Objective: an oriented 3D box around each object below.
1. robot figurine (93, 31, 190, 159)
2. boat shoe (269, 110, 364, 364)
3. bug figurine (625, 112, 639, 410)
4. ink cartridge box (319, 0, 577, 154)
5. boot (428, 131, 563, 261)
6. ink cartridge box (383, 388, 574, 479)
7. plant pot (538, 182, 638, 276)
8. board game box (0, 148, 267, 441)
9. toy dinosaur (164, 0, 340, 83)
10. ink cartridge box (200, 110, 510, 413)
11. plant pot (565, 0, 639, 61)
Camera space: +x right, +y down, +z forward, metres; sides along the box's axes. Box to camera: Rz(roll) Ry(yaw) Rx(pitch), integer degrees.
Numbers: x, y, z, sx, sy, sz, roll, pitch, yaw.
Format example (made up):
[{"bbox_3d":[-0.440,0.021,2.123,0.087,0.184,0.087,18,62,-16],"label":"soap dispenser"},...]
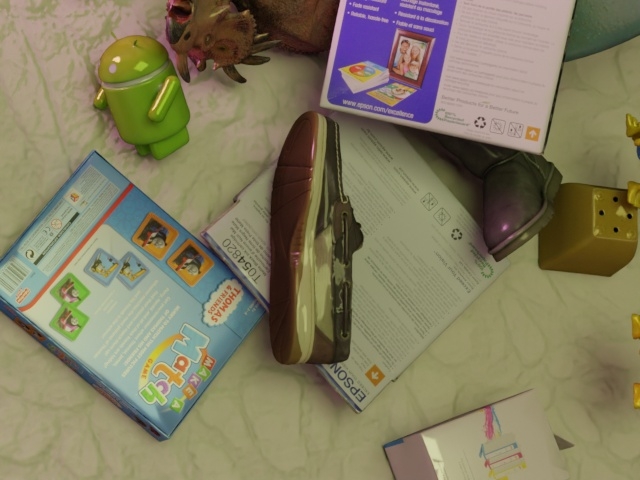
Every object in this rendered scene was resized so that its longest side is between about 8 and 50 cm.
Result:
[{"bbox_3d":[-0.157,-0.131,1.629,0.067,0.101,0.115,-33,120,-28],"label":"robot figurine"},{"bbox_3d":[0.000,0.001,1.612,0.073,0.080,0.224,9,80,-26],"label":"boat shoe"},{"bbox_3d":[0.345,0.023,1.727,0.216,0.072,0.279,14,72,-58],"label":"bug figurine"},{"bbox_3d":[0.120,-0.198,1.630,0.206,0.045,0.208,13,98,6],"label":"ink cartridge box"},{"bbox_3d":[0.129,-0.095,1.704,0.208,0.076,0.190,49,23,-11],"label":"boot"},{"bbox_3d":[0.149,0.198,1.665,0.143,0.092,0.090,-19,84,-24],"label":"ink cartridge box"},{"bbox_3d":[0.263,-0.015,1.759,0.081,0.083,0.082,6,77,-19],"label":"plant pot"},{"bbox_3d":[-0.170,0.049,1.612,0.211,0.039,0.160,41,68,-7],"label":"board game box"},{"bbox_3d":[-0.034,-0.221,1.685,0.295,0.127,0.200,11,85,-34],"label":"toy dinosaur"},{"bbox_3d":[0.030,0.011,1.686,0.224,0.045,0.223,-42,95,-25],"label":"ink cartridge box"},{"bbox_3d":[0.248,-0.297,1.724,0.252,0.248,0.247,-41,94,12],"label":"plant pot"}]
